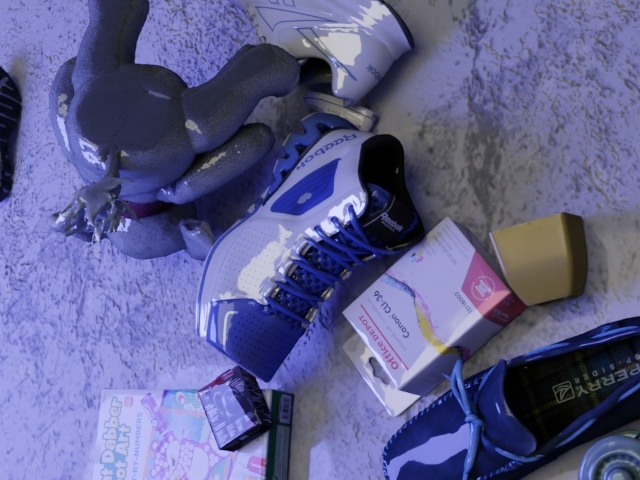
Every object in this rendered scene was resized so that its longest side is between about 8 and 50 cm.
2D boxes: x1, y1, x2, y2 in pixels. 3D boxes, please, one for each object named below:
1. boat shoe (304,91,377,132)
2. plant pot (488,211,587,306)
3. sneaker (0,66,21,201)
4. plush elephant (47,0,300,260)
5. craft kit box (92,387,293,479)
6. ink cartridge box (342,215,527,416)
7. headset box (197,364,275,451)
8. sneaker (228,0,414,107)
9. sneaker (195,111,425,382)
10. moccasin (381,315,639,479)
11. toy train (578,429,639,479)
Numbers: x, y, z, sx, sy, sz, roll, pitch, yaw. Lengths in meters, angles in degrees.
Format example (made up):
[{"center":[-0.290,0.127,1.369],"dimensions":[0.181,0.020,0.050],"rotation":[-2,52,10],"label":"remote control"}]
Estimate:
[{"center":[0.019,-0.149,1.344],"dimensions":[0.100,0.035,0.035],"rotation":[22,85,25],"label":"boat shoe"},{"center":[0.230,0.023,1.154],"dimensions":[0.081,0.081,0.083],"rotation":[-18,80,24],"label":"plant pot"},{"center":[-0.490,-0.153,1.602],"dimensions":[0.094,0.081,0.208],"rotation":[-3,76,31],"label":"sneaker"},{"center":[-0.193,-0.088,1.331],"dimensions":[0.272,0.255,0.330],"rotation":[19,65,7],"label":"plush elephant"},{"center":[-0.156,0.297,1.311],"dimensions":[0.247,0.061,0.250],"rotation":[-6,74,31],"label":"craft kit box"},{"center":[0.108,0.086,1.209],"dimensions":[0.198,0.067,0.115],"rotation":[-44,60,13],"label":"ink cartridge box"},{"center":[-0.096,0.183,1.257],"dimensions":[0.062,0.032,0.083],"rotation":[-34,61,17],"label":"headset box"},{"center":[-0.034,-0.262,1.349],"dimensions":[0.297,0.111,0.129],"rotation":[32,83,33],"label":"sneaker"},{"center":[0.001,-0.001,1.206],"dimensions":[0.182,0.127,0.315],"rotation":[8,67,52],"label":"sneaker"},{"center":[0.195,0.155,1.112],"dimensions":[0.342,0.117,0.137],"rotation":[-34,62,19],"label":"moccasin"},{"center":[0.267,0.315,1.026],"dimensions":[0.190,0.142,0.334],"rotation":[43,99,21],"label":"toy train"}]
